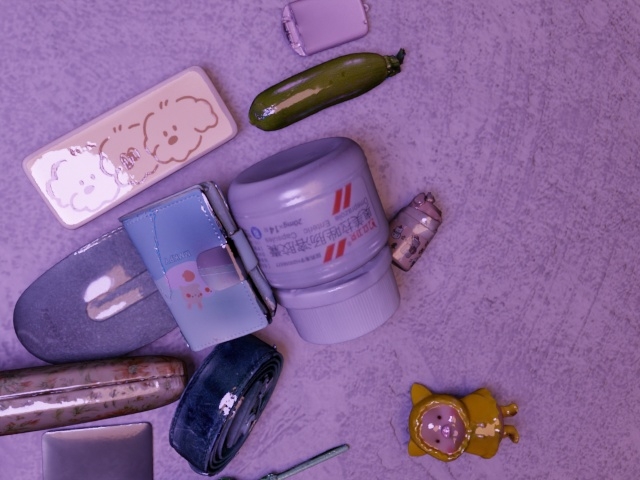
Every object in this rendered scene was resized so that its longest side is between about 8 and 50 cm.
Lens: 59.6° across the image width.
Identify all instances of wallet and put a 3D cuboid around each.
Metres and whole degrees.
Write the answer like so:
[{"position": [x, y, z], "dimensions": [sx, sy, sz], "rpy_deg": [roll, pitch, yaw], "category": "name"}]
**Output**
[{"position": [-0.191, 0.044, 0.891], "dimensions": [0.176, 0.075, 0.250], "rpy_deg": [-20, 104, 17], "category": "wallet"}]

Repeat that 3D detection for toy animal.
[{"position": [0.293, 0.375, 1.152], "dimensions": [0.230, 0.156, 0.156], "rpy_deg": [4, 95, -5], "category": "toy animal"}]

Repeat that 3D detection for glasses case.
[{"position": [-0.426, 0.248, 0.888], "dimensions": [0.426, 0.156, 0.097], "rpy_deg": [-4, 74, -20], "category": "glasses case"}, {"position": [-0.316, -0.159, 0.953], "dimensions": [0.337, 0.076, 0.144], "rpy_deg": [-33, 103, -10], "category": "glasses case"}]

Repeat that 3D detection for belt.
[{"position": [-0.169, 0.286, 0.976], "dimensions": [0.116, 0.206, 0.267], "rpy_deg": [28, 94, 17], "category": "belt"}]

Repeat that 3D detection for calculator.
[{"position": [0.012, -0.408, 1.038], "dimensions": [0.175, 0.032, 0.100], "rpy_deg": [-22, 102, -12], "category": "calculator"}]

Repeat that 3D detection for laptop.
[{"position": [-0.405, 0.469, 1.028], "dimensions": [0.188, 0.015, 0.268], "rpy_deg": [-1, 96, -15], "category": "laptop"}]

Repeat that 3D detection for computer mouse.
[{"position": [-0.335, 0.087, 0.955], "dimensions": [0.374, 0.114, 0.203], "rpy_deg": [-32, 103, -10], "category": "computer mouse"}]

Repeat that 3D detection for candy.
[{"position": [-0.088, 0.466, 1.093], "dimensions": [0.324, 0.097, 0.097], "rpy_deg": [-18, 100, -21], "category": "candy"}]

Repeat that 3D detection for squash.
[{"position": [0.019, -0.286, 1.028], "dimensions": [0.332, 0.087, 0.087], "rpy_deg": [-24, 102, -13], "category": "squash"}]

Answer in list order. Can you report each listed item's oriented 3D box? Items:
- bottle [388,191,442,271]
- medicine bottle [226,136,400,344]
[{"position": [0.181, -0.021, 1.094], "dimensions": [0.099, 0.099, 0.152], "rpy_deg": [38, 87, -16], "category": "bottle"}, {"position": [0.000, 0.000, 0.970], "dimensions": [0.245, 0.245, 0.306], "rpy_deg": [-26, 110, -11], "category": "medicine bottle"}]
